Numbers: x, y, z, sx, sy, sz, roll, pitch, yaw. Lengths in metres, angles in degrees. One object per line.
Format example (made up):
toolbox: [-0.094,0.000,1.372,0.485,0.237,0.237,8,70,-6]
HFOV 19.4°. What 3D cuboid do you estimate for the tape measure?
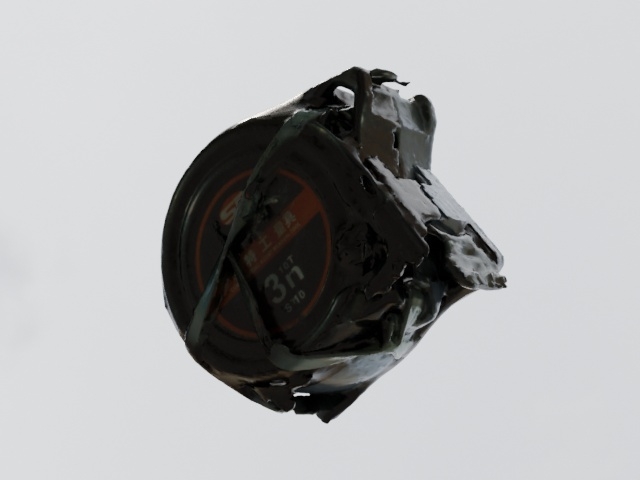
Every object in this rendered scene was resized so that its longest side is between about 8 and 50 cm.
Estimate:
tape measure: [-0.002,0.000,0.544,0.094,0.054,0.091,-36,-117,29]
